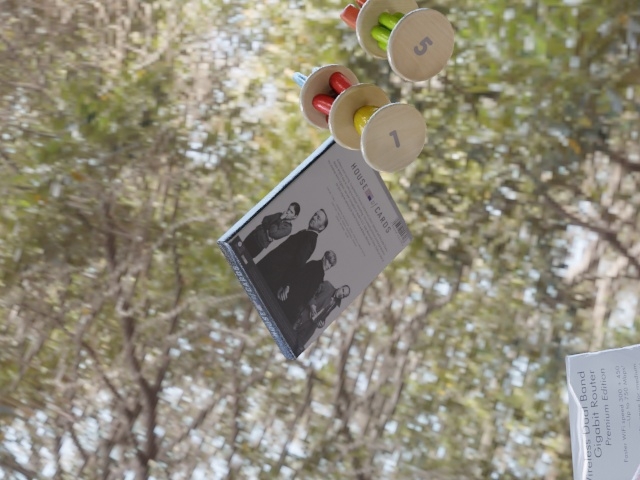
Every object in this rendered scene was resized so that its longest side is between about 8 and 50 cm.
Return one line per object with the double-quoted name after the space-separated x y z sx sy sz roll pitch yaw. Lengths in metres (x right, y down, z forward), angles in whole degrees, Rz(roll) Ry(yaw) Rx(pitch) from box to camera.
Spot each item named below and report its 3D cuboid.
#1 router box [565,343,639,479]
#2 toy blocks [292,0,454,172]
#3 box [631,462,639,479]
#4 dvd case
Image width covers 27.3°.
0.331 0.241 1.031 0.082 0.301 0.335 4 -103 -30 "router box"
0.030 -0.132 0.982 0.054 0.148 0.123 5 -70 -31 "toy blocks"
0.140 0.200 0.406 0.300 0.142 0.154 -47 -52 -44 "box"
0.000 0.000 1.593 0.238 0.029 0.179 -44 -61 -30 "dvd case"
